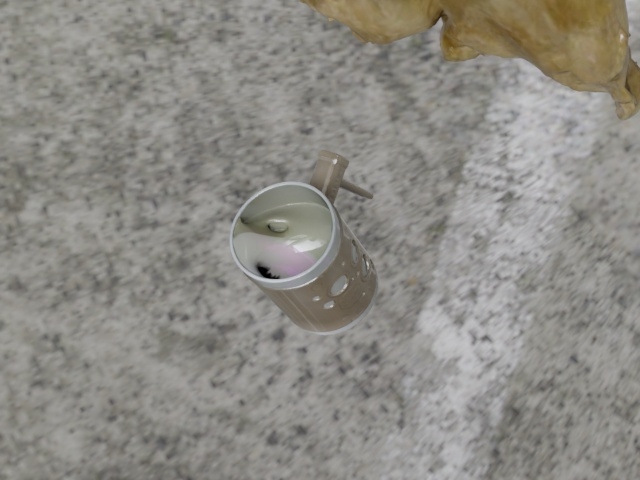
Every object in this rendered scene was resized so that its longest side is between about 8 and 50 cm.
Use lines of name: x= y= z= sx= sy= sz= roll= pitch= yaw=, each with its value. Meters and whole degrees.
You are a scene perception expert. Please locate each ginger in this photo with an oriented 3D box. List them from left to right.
ginger: x=0.087 y=-0.174 z=0.848 sx=0.219 sy=0.123 sz=0.270 roll=-29 pitch=90 yaw=17

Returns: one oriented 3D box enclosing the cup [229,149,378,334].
cup: x=-0.008 y=0.002 z=1.026 sx=0.074 sy=0.099 sz=0.102 roll=-9 pitch=61 yaw=18
